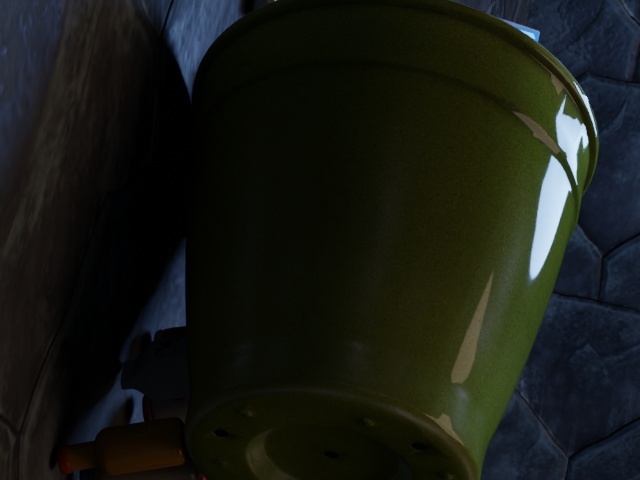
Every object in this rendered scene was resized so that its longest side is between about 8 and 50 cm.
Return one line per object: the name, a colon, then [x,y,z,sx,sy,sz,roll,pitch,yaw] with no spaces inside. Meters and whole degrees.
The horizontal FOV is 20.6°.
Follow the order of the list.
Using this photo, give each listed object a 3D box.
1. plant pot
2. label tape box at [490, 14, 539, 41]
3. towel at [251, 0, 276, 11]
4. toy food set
plant pot: [0.034,0.042,1.483,0.366,0.367,0.353,84,15,-54]
label tape box: [0.088,-0.168,2.109,0.348,0.115,0.249,10,92,-39]
towel: [-0.001,-0.299,1.822,0.282,0.049,0.187,2,99,-75]
toy food set: [-0.158,0.158,1.533,0.232,0.105,0.111,-93,174,-66]
